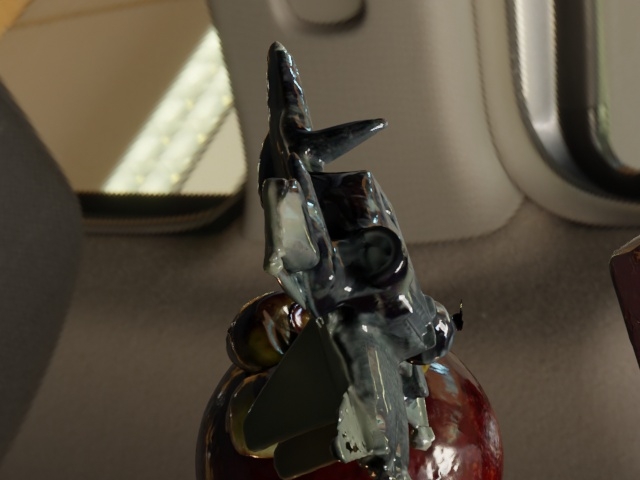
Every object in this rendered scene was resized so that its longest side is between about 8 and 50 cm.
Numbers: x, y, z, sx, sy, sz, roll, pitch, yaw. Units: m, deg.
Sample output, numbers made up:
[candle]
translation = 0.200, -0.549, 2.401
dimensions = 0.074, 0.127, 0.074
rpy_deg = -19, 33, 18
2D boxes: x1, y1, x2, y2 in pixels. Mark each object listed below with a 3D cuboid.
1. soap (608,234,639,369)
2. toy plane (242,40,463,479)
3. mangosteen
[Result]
[soap]
translation = 0.354, 0.128, 0.923
dimensions = 0.127, 0.220, 0.325
rpy_deg = -16, -100, -9
[toy plane]
translation = 0.010, -0.003, 0.535
dimensions = 0.088, 0.192, 0.262
rpy_deg = -14, -124, 17
[mangosteen]
translation = 0.011, 0.128, 0.773
dimensions = 0.215, 0.257, 0.215
rpy_deg = -9, -132, 10
